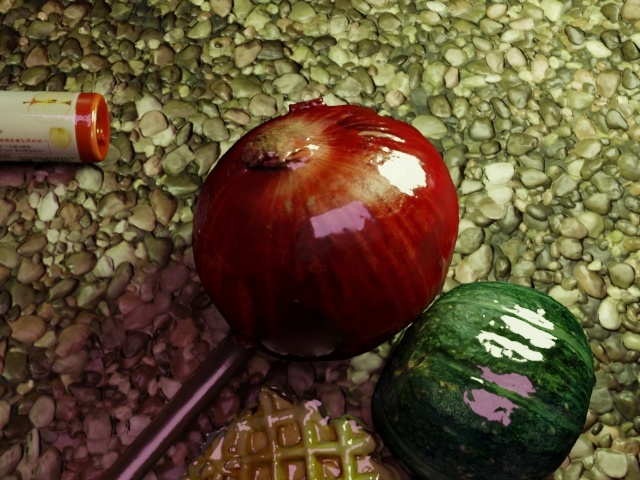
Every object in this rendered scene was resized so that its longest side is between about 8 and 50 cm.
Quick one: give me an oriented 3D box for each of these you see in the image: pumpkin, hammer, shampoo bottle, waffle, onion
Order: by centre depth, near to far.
[{"bbox_3d":[-0.045,0.353,0.967,0.297,0.073,0.317,36,78,18],"label":"waffle"},{"bbox_3d":[-0.002,0.005,0.986,0.340,0.341,0.342,1,67,-2],"label":"onion"},{"bbox_3d":[0.213,0.177,0.987,0.263,0.197,0.293,31,67,13],"label":"pumpkin"},{"bbox_3d":[-0.241,0.296,0.989,0.168,0.044,0.440,34,68,21],"label":"hammer"},{"bbox_3d":[-0.461,-0.169,1.145,0.277,0.104,0.105,0,67,-2],"label":"shampoo bottle"}]
